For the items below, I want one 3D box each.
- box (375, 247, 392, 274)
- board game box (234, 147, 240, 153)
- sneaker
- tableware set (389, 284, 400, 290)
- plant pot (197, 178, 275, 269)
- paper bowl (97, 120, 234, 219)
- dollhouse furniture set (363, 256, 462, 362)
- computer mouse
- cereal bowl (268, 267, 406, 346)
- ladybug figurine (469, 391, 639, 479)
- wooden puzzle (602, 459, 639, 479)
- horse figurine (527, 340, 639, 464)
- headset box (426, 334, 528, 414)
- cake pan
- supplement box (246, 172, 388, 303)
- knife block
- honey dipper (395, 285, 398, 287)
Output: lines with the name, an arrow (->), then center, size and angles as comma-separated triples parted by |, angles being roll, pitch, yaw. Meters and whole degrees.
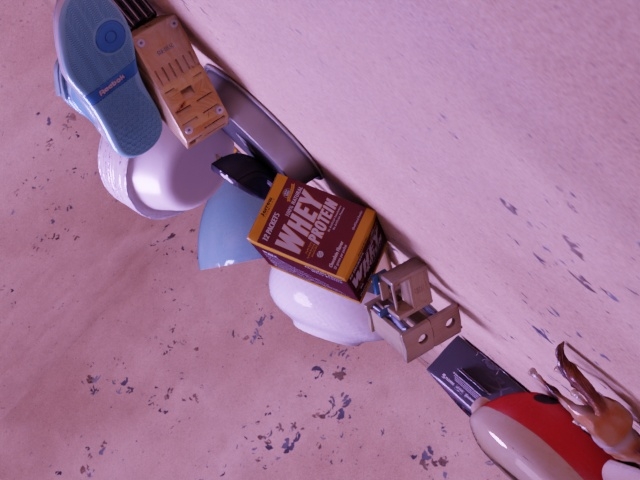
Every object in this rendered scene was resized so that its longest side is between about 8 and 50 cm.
box -> 0.055, 0.025, 1.962 | 0.164, 0.021, 0.201 | 10, 164, 12
board game box -> -0.202, -0.182, 2.648 | 0.141, 0.048, 0.170 | 42, 175, -11
sneaker -> -0.383, -0.295, 1.611 | 0.208, 0.127, 0.319 | 39, 154, 38
tableware set -> 0.097, 0.042, 2.184 | 0.194, 0.039, 0.128 | 44, 175, -13
plant pot -> -0.155, -0.054, 2.307 | 0.290, 0.290, 0.196 | 175, 84, -84
paper bowl -> -0.281, -0.173, 1.957 | 0.148, 0.284, 0.284 | 30, 169, 31
dollhouse furniture set -> 0.160, 0.094, 1.804 | 0.129, 0.129, 0.184 | 38, 149, 49
computer mouse -> -0.139, -0.132, 1.869 | 0.184, 0.060, 0.262 | 36, -176, 29
cereal bowl -> 0.034, 0.150, 2.282 | 0.338, 0.141, 0.339 | 18, -178, -1
ladybug figurine -> 0.463, 0.427, 1.802 | 0.449, 0.162, 0.305 | 42, 174, 13
wooden puzzle -> 0.591, 0.452, 1.462 | 0.348, 0.080, 0.322 | 44, 175, 6
horse figurine -> 0.389, 0.245, 1.386 | 0.174, 0.066, 0.263 | 39, 174, 48
headset box -> 0.369, 0.345, 2.169 | 0.218, 0.110, 0.293 | 40, 175, 36
cake pan -> -0.118, -0.194, 1.800 | 0.293, 0.054, 0.293 | 42, 175, 5
supplement box -> 0.000, 0.000, 1.765 | 0.191, 0.129, 0.194 | 22, 169, 16
knife block -> -0.289, -0.303, 1.701 | 0.242, 0.088, 0.276 | 20, 141, 62
honey dipper -> 0.141, 0.091, 2.321 | 0.030, 0.030, 0.160 | 45, 173, -24
